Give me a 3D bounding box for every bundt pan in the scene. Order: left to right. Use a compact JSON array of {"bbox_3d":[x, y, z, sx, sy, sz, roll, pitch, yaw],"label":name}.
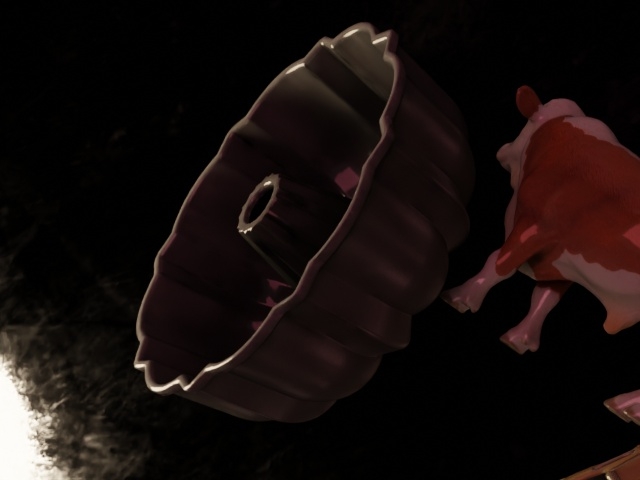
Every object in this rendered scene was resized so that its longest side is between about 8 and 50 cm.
[{"bbox_3d":[0.000,0.000,1.279,0.331,0.124,0.331,-46,25,28],"label":"bundt pan"}]

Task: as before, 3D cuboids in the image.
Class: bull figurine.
[{"bbox_3d":[0.207,0.010,1.205,0.310,0.101,0.188,33,87,44],"label":"bull figurine"}]

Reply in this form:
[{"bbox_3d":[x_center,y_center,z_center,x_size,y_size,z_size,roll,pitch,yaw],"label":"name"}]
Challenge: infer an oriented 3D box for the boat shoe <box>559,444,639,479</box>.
[{"bbox_3d":[0.214,0.170,1.111,0.190,0.072,0.068,-29,71,21],"label":"boat shoe"}]
